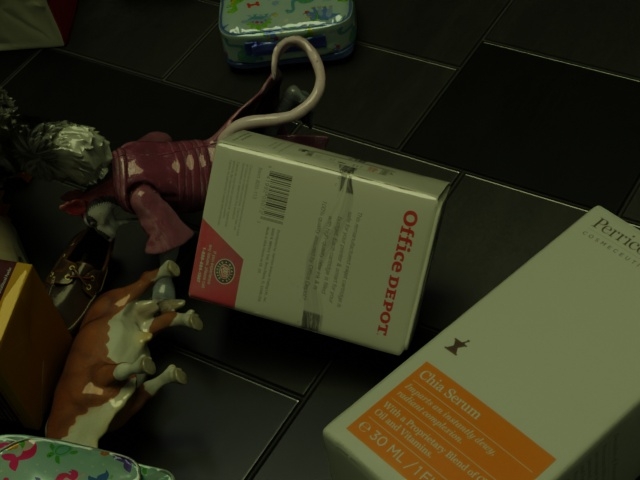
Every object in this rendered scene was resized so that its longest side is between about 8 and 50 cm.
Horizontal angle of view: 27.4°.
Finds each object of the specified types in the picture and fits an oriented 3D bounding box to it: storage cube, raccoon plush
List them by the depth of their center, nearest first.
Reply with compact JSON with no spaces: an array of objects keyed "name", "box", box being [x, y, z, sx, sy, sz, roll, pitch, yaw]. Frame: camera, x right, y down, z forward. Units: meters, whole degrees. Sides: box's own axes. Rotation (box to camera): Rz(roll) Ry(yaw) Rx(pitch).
[{"name":"raccoon plush","box":[-0.446,-0.193,1.824,0.446,0.216,0.299,12,50,11]},{"name":"storage cube","box":[-0.523,-0.446,2.196,0.214,0.184,0.193,-3,48,6]}]

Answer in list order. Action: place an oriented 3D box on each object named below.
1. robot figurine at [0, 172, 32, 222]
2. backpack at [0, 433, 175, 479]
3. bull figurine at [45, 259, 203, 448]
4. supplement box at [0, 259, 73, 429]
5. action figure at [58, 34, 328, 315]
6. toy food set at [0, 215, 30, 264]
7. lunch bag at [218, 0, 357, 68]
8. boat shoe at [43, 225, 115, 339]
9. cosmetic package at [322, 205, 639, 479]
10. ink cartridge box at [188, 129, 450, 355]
[{"name":"robot figurine","box":[-0.585,-0.089,1.937,0.291,0.085,0.211,3,47,13]},{"name":"backpack","box":[-0.297,0.320,1.400,0.253,0.191,0.225,12,57,15]},{"name":"bull figurine","box":[-0.249,0.160,1.598,0.188,0.101,0.310,-26,35,24]},{"name":"supplement box","box":[-0.428,0.115,1.567,0.194,0.191,0.129,9,59,12]},{"name":"action figure","box":[-0.163,-0.083,1.740,0.370,0.276,0.248,-10,50,-18]},{"name":"toy food set","box":[-0.524,0.110,1.748,0.306,0.092,0.220,-23,59,-10]},{"name":"lunch bag","box":[-0.052,-0.354,2.084,0.218,0.090,0.176,-7,45,4]},{"name":"boat shoe","box":[-0.325,0.050,1.737,0.073,0.073,0.207,27,39,-15]},{"name":"cosmetic package","box":[0.247,0.183,1.470,0.453,0.161,0.230,-37,51,-24]},{"name":"ink cartridge box","box":[0.000,0.000,1.619,0.283,0.207,0.117,15,16,10]}]
